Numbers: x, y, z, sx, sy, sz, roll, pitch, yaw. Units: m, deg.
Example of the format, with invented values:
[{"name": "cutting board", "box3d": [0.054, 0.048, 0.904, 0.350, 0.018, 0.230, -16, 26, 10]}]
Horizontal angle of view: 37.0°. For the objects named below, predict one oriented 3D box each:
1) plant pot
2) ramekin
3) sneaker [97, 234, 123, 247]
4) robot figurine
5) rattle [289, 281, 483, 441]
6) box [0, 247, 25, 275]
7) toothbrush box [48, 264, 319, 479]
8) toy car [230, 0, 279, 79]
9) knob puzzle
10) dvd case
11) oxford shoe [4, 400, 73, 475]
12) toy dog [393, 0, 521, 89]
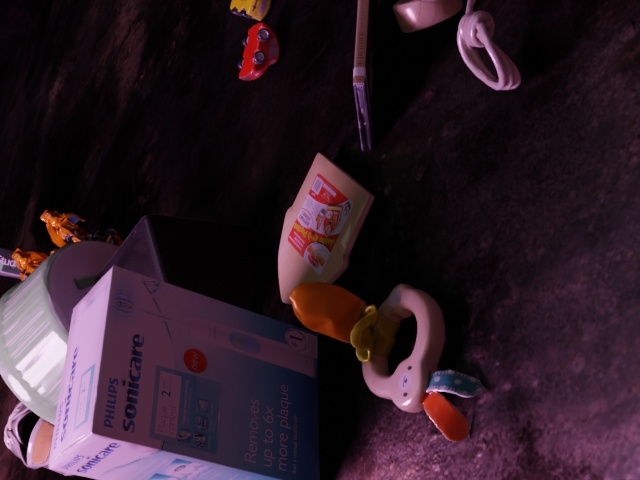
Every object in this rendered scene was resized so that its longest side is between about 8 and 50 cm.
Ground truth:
[{"name": "plant pot", "box3d": [-0.203, 0.088, 1.434, 0.188, 0.187, 0.167, -46, 52, 38]}, {"name": "ramekin", "box3d": [-0.358, 0.145, 1.541, 0.148, 0.303, 0.303, -44, 40, 29]}, {"name": "sneaker", "box3d": [-0.451, 0.109, 1.910, 0.118, 0.107, 0.279, -23, 57, 42]}, {"name": "robot figurine", "box3d": [-0.503, 0.040, 1.872, 0.211, 0.085, 0.291, -56, 35, -7]}, {"name": "rattle", "box3d": [0.067, 0.115, 0.998, 0.130, 0.143, 0.199, -40, 32, 15]}, {"name": "box", "box3d": [-0.723, 0.048, 2.172, 0.232, 0.322, 0.058, -2, 76, 59]}, {"name": "toothbrush box", "box3d": [-0.154, 0.187, 1.153, 0.126, 0.295, 0.216, -41, 38, 42]}, {"name": "toy car", "box3d": [-0.070, -0.402, 1.588, 0.225, 0.053, 0.239, -48, 38, 36]}, {"name": "knob puzzle", "box3d": [0.000, 0.000, 1.274, 0.213, 0.030, 0.213, -34, 47, 47]}, {"name": "dvd case", "box3d": [0.059, -0.250, 1.223, 0.164, 0.018, 0.221, 76, -164, -66]}, {"name": "oxford shoe", "box3d": [-0.586, 0.382, 1.960, 0.449, 0.130, 0.169, -2, 74, 60]}, {"name": "toy dog", "box3d": [0.165, -0.327, 1.056, 0.161, 0.220, 0.333, -32, 38, -7]}]
